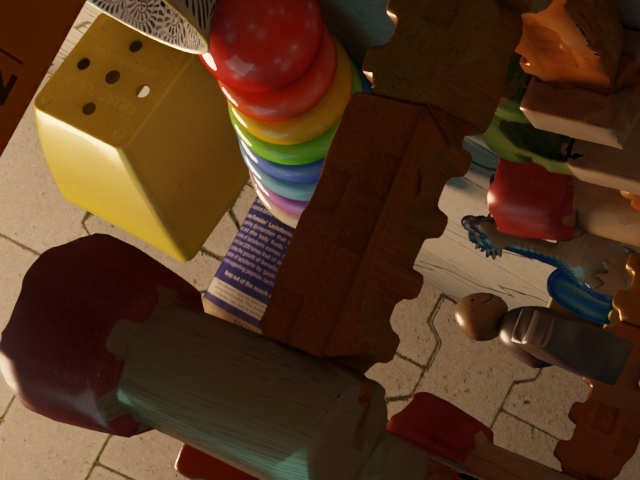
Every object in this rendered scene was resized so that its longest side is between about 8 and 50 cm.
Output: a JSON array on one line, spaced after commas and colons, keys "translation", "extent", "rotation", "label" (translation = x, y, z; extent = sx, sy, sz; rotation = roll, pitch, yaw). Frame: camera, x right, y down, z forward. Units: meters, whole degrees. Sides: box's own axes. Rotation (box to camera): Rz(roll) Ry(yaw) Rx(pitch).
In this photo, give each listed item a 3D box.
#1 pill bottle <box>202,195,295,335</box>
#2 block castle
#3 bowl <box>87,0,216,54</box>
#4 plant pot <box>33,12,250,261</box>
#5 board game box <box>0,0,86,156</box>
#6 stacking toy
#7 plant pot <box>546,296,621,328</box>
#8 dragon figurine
[{"translation": [0.000, 0.000, 1.223], "extent": [0.153, 0.265, 0.153], "rotation": [27, 178, 1], "label": "pill bottle"}, {"translation": [0.051, 0.012, 0.699], "extent": [0.213, 0.303, 0.453], "rotation": [18, 172, 32], "label": "block castle"}, {"translation": [-0.123, -0.195, 0.781], "extent": [0.170, 0.080, 0.170], "rotation": [30, 175, 3], "label": "bowl"}, {"translation": [-0.203, -0.139, 1.458], "extent": [0.212, 0.212, 0.187], "rotation": [27, 163, 26], "label": "plant pot"}, {"translation": [-0.337, -0.172, 0.496], "extent": [0.356, 0.356, 0.356], "rotation": [25, 176, 39], "label": "board game box"}, {"translation": [-0.018, -0.116, 0.967], "extent": [0.141, 0.141, 0.330], "rotation": [27, 170, 16], "label": "stacking toy"}, {"translation": [0.316, 0.074, 1.420], "extent": [0.083, 0.081, 0.081], "rotation": [17, -174, -46], "label": "plant pot"}, {"translation": [0.260, 0.032, 1.122], "extent": [0.289, 0.085, 0.144], "rotation": [30, 176, -25], "label": "dragon figurine"}]
